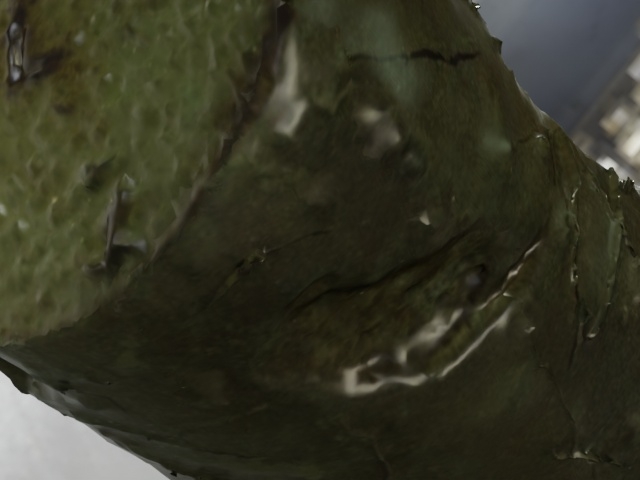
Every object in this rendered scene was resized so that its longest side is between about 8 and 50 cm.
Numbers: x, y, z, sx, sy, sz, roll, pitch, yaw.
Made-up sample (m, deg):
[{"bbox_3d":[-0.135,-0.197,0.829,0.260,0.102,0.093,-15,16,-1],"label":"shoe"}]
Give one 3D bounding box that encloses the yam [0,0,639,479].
[{"bbox_3d":[0.000,0.000,0.468,0.154,0.154,0.254,50,11,35],"label":"yam"}]
